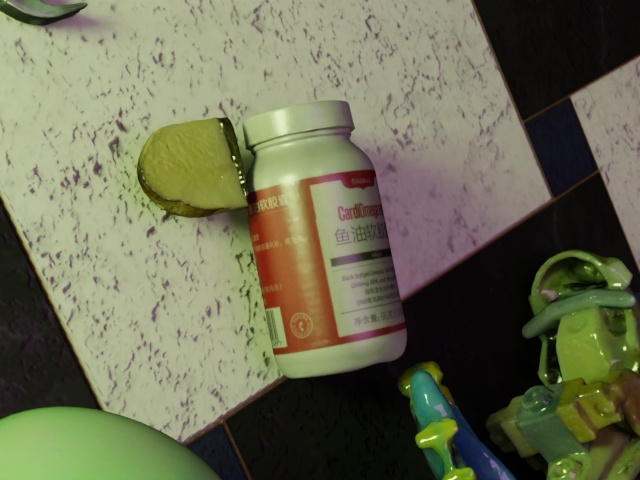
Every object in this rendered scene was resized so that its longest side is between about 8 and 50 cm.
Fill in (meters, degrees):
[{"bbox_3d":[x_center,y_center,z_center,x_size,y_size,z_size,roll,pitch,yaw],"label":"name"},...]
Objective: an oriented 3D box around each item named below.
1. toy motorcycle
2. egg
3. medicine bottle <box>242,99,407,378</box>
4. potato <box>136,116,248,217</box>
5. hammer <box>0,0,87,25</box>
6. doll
[{"bbox_3d":[0.313,0.164,1.274,0.237,0.169,0.410,50,35,-18],"label":"toy motorcycle"},{"bbox_3d":[-0.168,0.243,0.862,0.269,0.220,0.220,47,57,-21],"label":"egg"},{"bbox_3d":[0.000,0.000,1.100,0.131,0.131,0.250,-9,87,-39],"label":"medicine bottle"},{"bbox_3d":[-0.129,-0.061,1.054,0.103,0.066,0.096,-2,68,-33],"label":"potato"},{"bbox_3d":[-0.232,-0.303,1.044,0.103,0.029,0.246,30,63,-30],"label":"hammer"},{"bbox_3d":[0.181,0.267,1.086,0.099,0.346,0.341,-28,98,3],"label":"doll"}]
